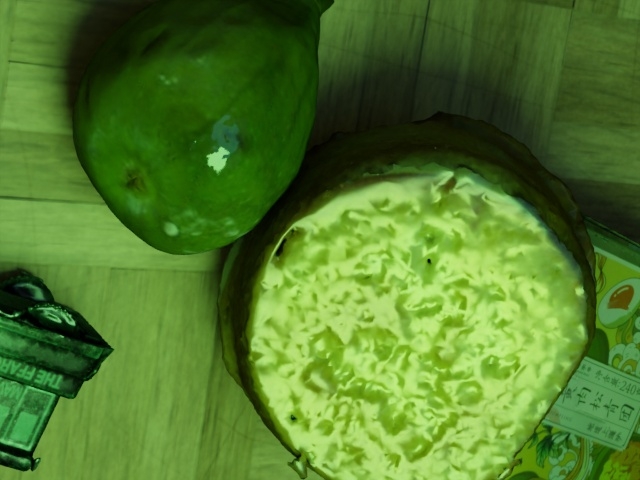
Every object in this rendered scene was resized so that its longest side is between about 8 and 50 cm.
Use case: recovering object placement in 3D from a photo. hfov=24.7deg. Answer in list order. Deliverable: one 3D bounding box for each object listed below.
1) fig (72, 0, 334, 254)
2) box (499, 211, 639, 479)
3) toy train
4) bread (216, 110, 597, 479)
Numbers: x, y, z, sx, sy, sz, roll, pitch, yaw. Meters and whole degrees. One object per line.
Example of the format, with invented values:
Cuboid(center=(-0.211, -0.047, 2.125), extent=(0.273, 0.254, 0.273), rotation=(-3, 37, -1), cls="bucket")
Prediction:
Cuboid(center=(-0.116, -0.145, 1.428), extent=(0.233, 0.314, 0.233), rotation=(4, 135, 4), cls="fig")
Cuboid(center=(0.271, 0.161, 1.738), extent=(0.420, 0.138, 0.373), rotation=(25, 92, -31), cls="box")
Cuboid(center=(-0.365, 0.098, 1.368), extent=(0.330, 0.138, 0.178), rotation=(22, 96, -31), cls="toy train")
Cuboid(center=(0.091, 0.063, 1.459), extent=(0.398, 0.215, 0.398), rotation=(0, 100, -3), cls="bread")
